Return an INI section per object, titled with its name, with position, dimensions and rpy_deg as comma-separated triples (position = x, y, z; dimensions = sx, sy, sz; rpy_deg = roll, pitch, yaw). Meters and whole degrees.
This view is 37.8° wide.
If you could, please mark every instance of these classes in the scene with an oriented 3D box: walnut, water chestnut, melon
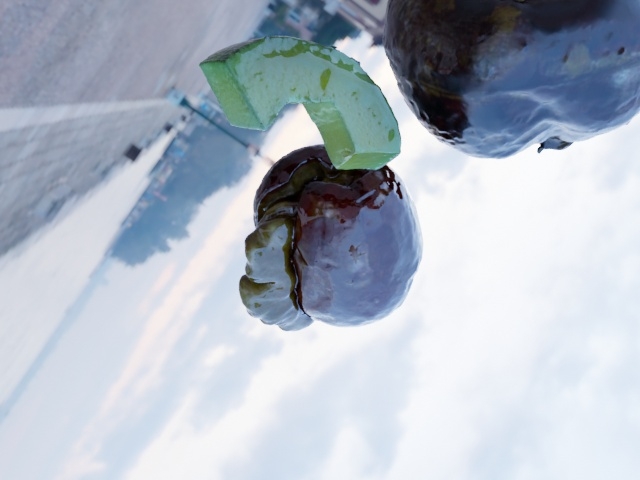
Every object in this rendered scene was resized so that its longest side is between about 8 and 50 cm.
[walnut]
position = 0.000, 0.000, 1.164
dimensions = 0.244, 0.222, 0.269
rpy_deg = -27, 145, -6
[water chestnut]
position = 0.240, -0.270, 1.089
dimensions = 0.335, 0.335, 0.347
rpy_deg = -69, 165, -54
[melon]
position = -0.013, -0.135, 0.890
dimensions = 0.064, 0.209, 0.118
rpy_deg = -11, -103, 53
